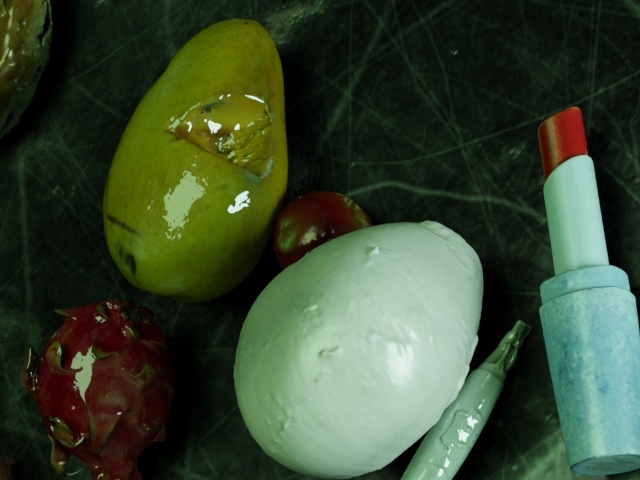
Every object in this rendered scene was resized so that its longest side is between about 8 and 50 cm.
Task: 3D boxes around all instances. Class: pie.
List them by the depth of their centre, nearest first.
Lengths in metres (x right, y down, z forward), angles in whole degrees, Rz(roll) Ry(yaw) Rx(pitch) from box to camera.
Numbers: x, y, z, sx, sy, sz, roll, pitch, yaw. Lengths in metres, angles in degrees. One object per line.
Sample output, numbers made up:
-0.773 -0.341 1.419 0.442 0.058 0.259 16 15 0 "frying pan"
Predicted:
-0.372 -0.212 1.646 0.308 0.085 0.308 -13 69 37 "pie"

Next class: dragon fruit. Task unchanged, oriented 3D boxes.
-0.187 0.130 1.365 0.133 0.136 0.166 -167 70 -68 "dragon fruit"

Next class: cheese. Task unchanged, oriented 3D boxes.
0.023 0.082 1.176 0.198 0.154 0.189 -38 20 24 "cheese"

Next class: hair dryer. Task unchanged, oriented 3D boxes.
0.101 0.150 1.141 0.237 0.075 0.206 -57 4 -21 "hair dryer"

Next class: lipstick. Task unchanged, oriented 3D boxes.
0.192 0.031 1.154 0.068 0.061 0.274 -20 63 32 "lipstick"

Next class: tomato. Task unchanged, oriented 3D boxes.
0.000 0.000 1.300 0.087 0.075 0.087 -16 63 35 "tomato"

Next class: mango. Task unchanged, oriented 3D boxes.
-0.100 -0.071 1.365 0.167 0.130 0.262 -17 56 40 "mango"

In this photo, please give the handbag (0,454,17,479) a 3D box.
-0.379 0.253 1.457 0.190 0.127 0.063 -34 58 23 "handbag"
